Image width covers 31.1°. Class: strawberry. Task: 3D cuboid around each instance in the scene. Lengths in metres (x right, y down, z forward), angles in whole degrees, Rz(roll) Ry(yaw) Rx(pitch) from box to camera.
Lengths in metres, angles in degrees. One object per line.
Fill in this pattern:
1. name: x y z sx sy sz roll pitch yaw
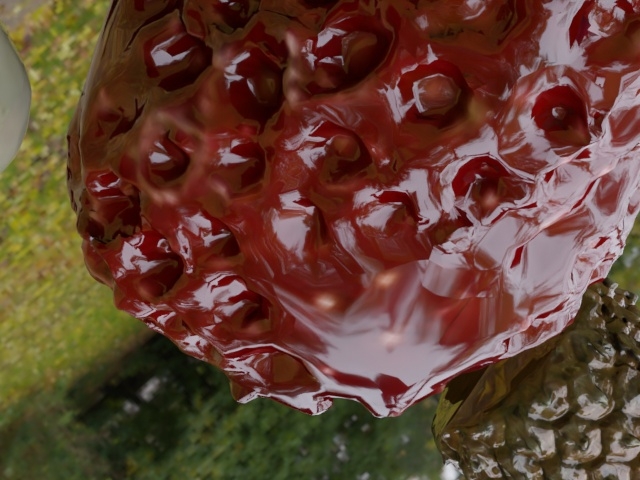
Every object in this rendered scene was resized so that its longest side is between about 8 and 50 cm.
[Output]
1. strawberry: 0.047 -0.095 0.527 0.317 0.295 0.345 -22 165 -30

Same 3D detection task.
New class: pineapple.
1. pineapple: 0.265 0.186 0.910 0.202 0.362 0.202 -51 -175 7

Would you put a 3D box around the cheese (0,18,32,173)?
1. cheese: -0.250 -0.141 0.307 0.129 0.351 0.328 -126 -139 -55
